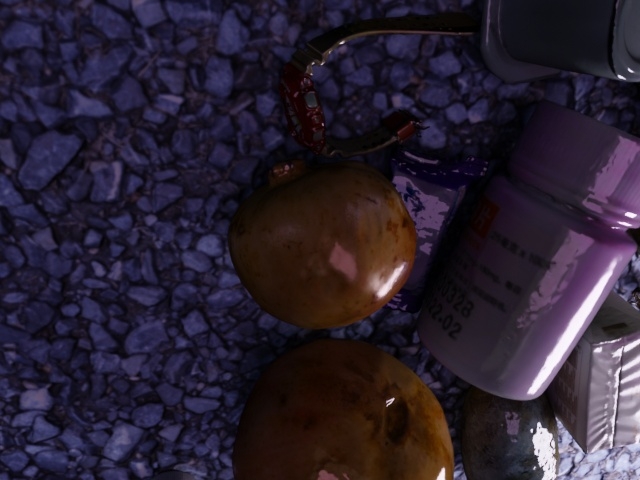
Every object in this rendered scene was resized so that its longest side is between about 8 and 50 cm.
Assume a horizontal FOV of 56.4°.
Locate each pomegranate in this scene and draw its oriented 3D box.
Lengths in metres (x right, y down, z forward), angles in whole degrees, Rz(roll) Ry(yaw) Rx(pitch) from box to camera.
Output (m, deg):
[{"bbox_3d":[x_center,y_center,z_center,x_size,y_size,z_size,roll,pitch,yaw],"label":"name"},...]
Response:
[{"bbox_3d":[0.024,0.318,0.903,0.338,0.338,0.338,-5,116,-10],"label":"pomegranate"},{"bbox_3d":[0.000,0.000,0.780,0.248,0.248,0.248,-5,116,-10],"label":"pomegranate"}]

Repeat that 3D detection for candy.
[{"bbox_3d":[0.133,-0.014,0.889,0.145,0.070,0.275,15,116,-11],"label":"candy"}]

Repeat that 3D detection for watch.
[{"bbox_3d":[0.079,-0.202,0.784,0.268,0.102,0.165,-13,124,-16],"label":"watch"}]

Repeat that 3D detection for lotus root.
[{"bbox_3d":[0.329,0.342,1.047,0.175,0.175,0.350,-16,117,-4],"label":"lotus root"}]

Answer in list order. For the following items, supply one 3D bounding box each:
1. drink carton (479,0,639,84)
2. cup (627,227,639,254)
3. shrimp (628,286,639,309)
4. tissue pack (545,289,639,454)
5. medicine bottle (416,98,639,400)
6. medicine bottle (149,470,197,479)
[{"bbox_3d":[0.330,-0.275,0.724,0.185,0.189,0.191,-13,118,-27],"label":"drink carton"},{"bbox_3d":[0.559,0.018,0.833,0.202,0.173,0.255,21,65,-21],"label":"cup"},{"bbox_3d":[0.641,0.099,1.066,0.217,0.051,0.150,22,106,-29],"label":"shrimp"},{"bbox_3d":[0.447,0.199,0.992,0.124,0.185,0.225,-11,116,-3],"label":"tissue pack"},{"bbox_3d":[0.310,0.015,0.854,0.219,0.219,0.388,16,112,-19],"label":"medicine bottle"},{"bbox_3d":[-0.247,0.479,0.986,0.105,0.168,0.105,-5,116,-10],"label":"medicine bottle"}]
